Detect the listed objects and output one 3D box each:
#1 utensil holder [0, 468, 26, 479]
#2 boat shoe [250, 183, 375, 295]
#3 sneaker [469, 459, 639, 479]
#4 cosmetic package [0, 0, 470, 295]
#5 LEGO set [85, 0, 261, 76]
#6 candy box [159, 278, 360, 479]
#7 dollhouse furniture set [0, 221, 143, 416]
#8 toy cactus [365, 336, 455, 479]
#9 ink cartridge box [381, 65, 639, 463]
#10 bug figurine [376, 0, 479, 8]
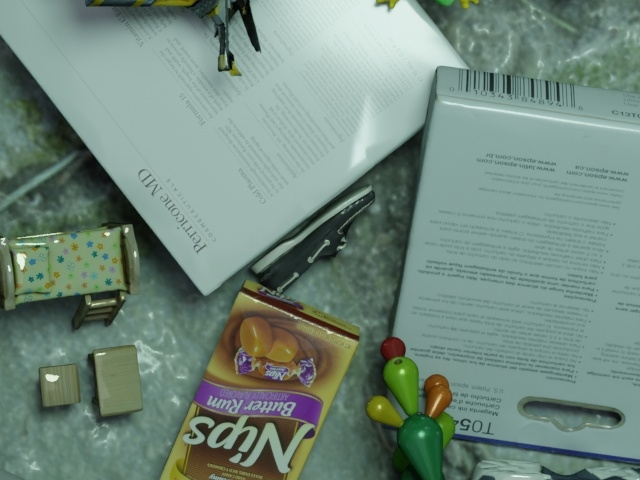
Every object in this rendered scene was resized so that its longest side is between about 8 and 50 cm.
[{"bbox_3d":[-0.378,0.373,1.331,0.327,0.327,0.385,10,95,-1],"label":"utensil holder"},{"bbox_3d":[0.000,0.000,1.457,0.125,0.046,0.038,-37,94,6],"label":"boat shoe"},{"bbox_3d":[0.238,0.271,1.450,0.235,0.094,0.153,4,95,0],"label":"sneaker"},{"bbox_3d":[-0.098,-0.188,1.421,0.284,0.097,0.377,-37,93,-1],"label":"cosmetic package"},{"bbox_3d":[-0.052,-0.296,1.251,0.192,0.331,0.255,-5,68,-36],"label":"LEGO set"},{"bbox_3d":[-0.052,0.140,1.450,0.109,0.053,0.187,23,103,-2],"label":"candy box"},{"bbox_3d":[-0.240,0.075,1.408,0.182,0.101,0.161,-7,94,-18],"label":"dollhouse furniture set"},{"bbox_3d":[0.079,0.202,1.390,0.112,0.180,0.219,-3,107,-12],"label":"toy cactus"},{"bbox_3d":[0.228,0.031,1.419,0.324,0.071,0.330,8,125,-1],"label":"ink cartridge box"},{"bbox_3d":[0.138,-0.292,1.377,0.279,0.072,0.216,-6,80,-18],"label":"bug figurine"}]
